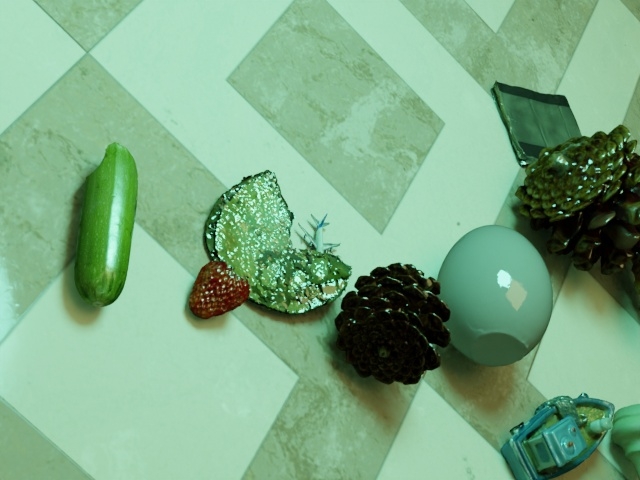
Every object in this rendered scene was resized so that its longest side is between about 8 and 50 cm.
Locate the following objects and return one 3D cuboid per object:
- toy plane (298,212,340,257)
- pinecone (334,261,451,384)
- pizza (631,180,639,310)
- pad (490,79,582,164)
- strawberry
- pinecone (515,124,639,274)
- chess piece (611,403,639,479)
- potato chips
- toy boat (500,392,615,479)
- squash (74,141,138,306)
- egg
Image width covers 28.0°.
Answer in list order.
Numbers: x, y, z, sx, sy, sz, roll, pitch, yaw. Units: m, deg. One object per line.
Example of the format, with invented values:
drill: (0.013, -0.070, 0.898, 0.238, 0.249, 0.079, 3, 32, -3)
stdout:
toy plane: (-0.002, 0.000, 1.856, 0.078, 0.024, 0.084, 26, 55, -29)
pinecone: (0.107, 0.105, 1.791, 0.163, 0.163, 0.165, 44, 32, -11)
pizza: (0.596, 0.019, 2.294, 0.073, 0.182, 0.365, 5, 58, -16)
pad: (0.416, -0.210, 2.395, 0.233, 0.022, 0.174, 2, 62, -44)
strawberry: (-0.135, 0.067, 1.664, 0.073, 0.073, 0.083, 46, 78, -10)
pinecone: (0.478, -0.062, 2.190, 0.264, 0.264, 0.264, 24, 49, -31)
chess piece: (0.529, 0.402, 2.023, 0.139, 0.139, 0.272, 22, 61, -32)
potato chips: (-0.057, 0.013, 1.779, 0.220, 0.029, 0.202, 35, 50, -11)
toy boat: (0.378, 0.292, 1.960, 0.238, 0.098, 0.109, -19, 81, -48)
squash: (-0.264, -0.024, 1.593, 0.069, 0.069, 0.239, 25, 49, -30)
egg: (0.261, 0.077, 1.936, 0.176, 0.176, 0.232, 34, 37, -22)
